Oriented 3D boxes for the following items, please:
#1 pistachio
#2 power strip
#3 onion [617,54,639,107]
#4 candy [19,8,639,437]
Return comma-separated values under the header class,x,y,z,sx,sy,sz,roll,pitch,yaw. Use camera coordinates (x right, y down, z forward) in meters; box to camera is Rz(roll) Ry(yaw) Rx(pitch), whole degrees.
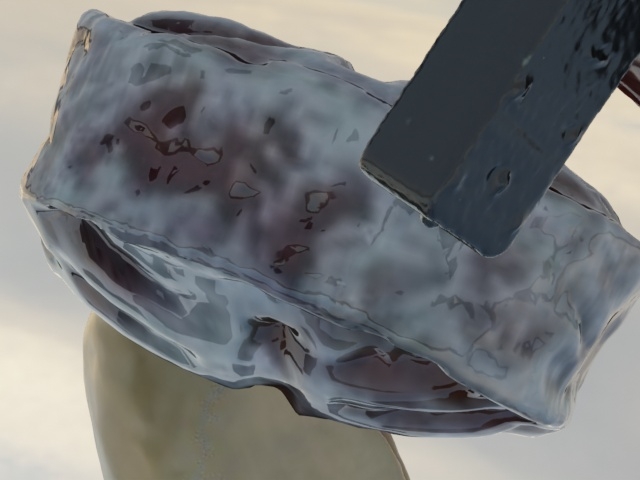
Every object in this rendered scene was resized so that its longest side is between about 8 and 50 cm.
class,x,y,z,sx,sy,sz,roll,pitch,yaw
pistachio,-0.036,0.115,1.133,0.187,0.299,0.187,-11,-147,7
power strip,0.053,-0.050,0.449,0.029,0.111,0.038,35,-179,40
onion,0.216,-0.102,0.545,0.347,0.285,0.348,3,151,1
candy,0.000,0.000,0.901,0.289,0.157,0.214,23,175,11
